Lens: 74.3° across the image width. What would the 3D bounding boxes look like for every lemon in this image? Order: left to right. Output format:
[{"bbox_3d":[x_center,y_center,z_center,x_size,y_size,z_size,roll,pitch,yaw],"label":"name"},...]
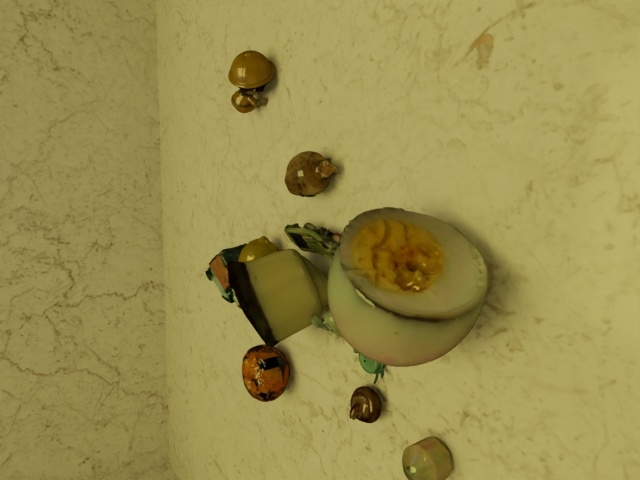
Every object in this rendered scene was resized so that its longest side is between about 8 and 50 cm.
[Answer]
[{"bbox_3d":[-0.251,0.079,1.749,0.173,0.174,0.206,39,121,44],"label":"lemon"}]

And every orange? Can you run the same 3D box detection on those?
[{"bbox_3d":[-0.234,0.554,1.773,0.235,0.182,0.234,17,114,42],"label":"orange"}]

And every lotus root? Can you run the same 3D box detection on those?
[{"bbox_3d":[-0.051,-0.223,1.467,0.257,0.140,0.154,-15,75,59],"label":"lotus root"}]

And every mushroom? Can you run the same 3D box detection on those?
[{"bbox_3d":[0.143,0.524,1.340,0.126,0.085,0.109,-8,53,56],"label":"mushroom"}]

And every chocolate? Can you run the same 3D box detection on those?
[{"bbox_3d":[-0.134,0.166,1.488,0.326,0.297,0.314,59,173,-17],"label":"chocolate"}]

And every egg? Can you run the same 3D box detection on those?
[{"bbox_3d":[0.185,0.151,1.030,0.354,0.355,0.339,53,150,36],"label":"egg"}]

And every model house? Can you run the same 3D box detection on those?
[{"bbox_3d":[-0.384,0.192,1.962,0.253,0.185,0.291,-39,74,46],"label":"model house"}]

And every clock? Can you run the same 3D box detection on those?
[{"bbox_3d":[0.162,0.375,1.328,0.101,0.041,0.135,-55,52,42],"label":"clock"}]

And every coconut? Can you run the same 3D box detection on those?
[{"bbox_3d":[0.278,0.597,1.128,0.116,0.122,0.116,7,99,54],"label":"coconut"}]

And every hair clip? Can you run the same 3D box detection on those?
[{"bbox_3d":[0.001,-0.001,1.466,0.091,0.138,0.321,-50,37,-14],"label":"hair clip"}]

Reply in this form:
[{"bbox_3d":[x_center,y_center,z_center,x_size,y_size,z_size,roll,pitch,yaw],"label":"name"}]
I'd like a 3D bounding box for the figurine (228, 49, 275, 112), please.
[{"bbox_3d":[-0.295,-0.645,1.729,0.192,0.167,0.256,48,134,21],"label":"figurine"}]

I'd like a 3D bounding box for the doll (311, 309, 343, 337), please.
[{"bbox_3d":[0.074,0.268,1.371,0.214,0.071,0.103,-1,133,20],"label":"doll"}]
